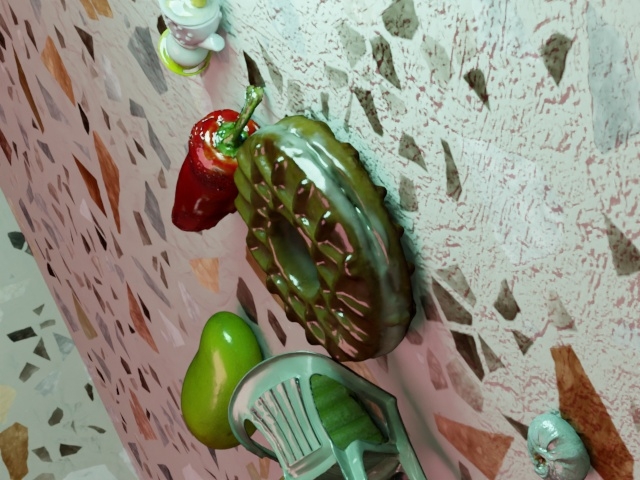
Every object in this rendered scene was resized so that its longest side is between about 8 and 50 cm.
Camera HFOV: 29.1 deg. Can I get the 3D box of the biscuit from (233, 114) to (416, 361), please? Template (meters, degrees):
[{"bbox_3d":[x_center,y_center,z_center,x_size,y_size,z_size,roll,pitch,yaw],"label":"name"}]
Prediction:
[{"bbox_3d":[0.000,0.000,1.554,0.332,0.103,0.332,48,154,33],"label":"biscuit"}]

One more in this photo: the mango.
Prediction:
[{"bbox_3d":[-0.166,0.250,2.169,0.175,0.143,0.293,54,147,38],"label":"mango"}]

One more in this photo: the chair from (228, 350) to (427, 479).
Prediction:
[{"bbox_3d":[0.012,0.299,1.609,0.190,0.203,0.274,29,-149,-47],"label":"chair"}]

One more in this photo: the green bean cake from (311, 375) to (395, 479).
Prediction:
[{"bbox_3d":[0.021,0.322,1.849,0.200,0.113,0.214,54,156,31],"label":"green bean cake"}]

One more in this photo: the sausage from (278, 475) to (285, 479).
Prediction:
[{"bbox_3d":[-0.006,0.459,2.053,0.241,0.120,0.136,173,87,-68],"label":"sausage"}]

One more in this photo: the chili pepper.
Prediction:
[{"bbox_3d":[-0.151,-0.100,1.773,0.110,0.110,0.387,59,155,11],"label":"chili pepper"}]

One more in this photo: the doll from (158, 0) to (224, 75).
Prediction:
[{"bbox_3d":[-0.177,-0.290,1.663,0.129,0.081,0.207,45,157,13],"label":"doll"}]

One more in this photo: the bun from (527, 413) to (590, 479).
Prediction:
[{"bbox_3d":[0.249,0.226,1.315,0.083,0.045,0.083,44,146,40],"label":"bun"}]

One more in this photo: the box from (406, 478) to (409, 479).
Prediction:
[{"bbox_3d":[0.079,0.452,1.686,0.159,0.240,0.071,53,164,28],"label":"box"}]
